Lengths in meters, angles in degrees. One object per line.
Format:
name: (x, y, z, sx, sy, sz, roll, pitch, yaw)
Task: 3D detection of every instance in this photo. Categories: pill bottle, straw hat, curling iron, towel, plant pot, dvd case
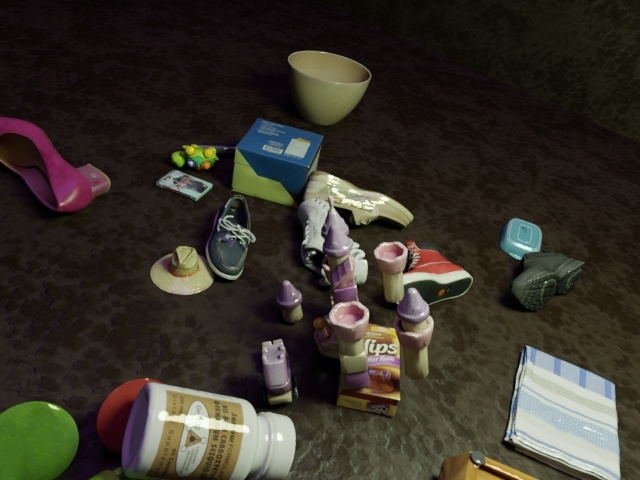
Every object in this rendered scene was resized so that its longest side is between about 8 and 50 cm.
pill bottle: (-0.160, 0.293, 0.866, 0.230, 0.131, 0.131, 18, 31, -25)
straw hat: (-0.291, 0.046, 1.256, 0.145, 0.061, 0.144, 10, 35, -7)
curling iron: (-0.248, -0.270, 1.735, 0.274, 0.035, 0.068, -6, 35, -27)
towel: (0.479, 0.333, 1.146, 0.209, 0.034, 0.285, 23, 36, 12)
plant pot: (0.014, -0.509, 2.025, 0.285, 0.190, 0.284, 9, 36, -6)
dvd case: (-0.357, -0.146, 1.543, 0.120, 0.013, 0.087, 21, 35, 11)

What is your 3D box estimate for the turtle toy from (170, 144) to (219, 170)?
turtle toy: (-0.345, -0.227, 1.614, 0.130, 0.066, 0.095, 8, 12, -4)

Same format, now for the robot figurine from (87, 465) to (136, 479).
robot figurine: (-0.309, 0.361, 0.802, 0.101, 0.067, 0.115, 29, 37, 30)

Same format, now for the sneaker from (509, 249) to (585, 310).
sneaker: (0.538, 0.089, 1.464, 0.287, 0.108, 0.130, -9, 34, -44)

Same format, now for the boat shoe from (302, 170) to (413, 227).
boat shoe: (0.099, -0.085, 1.548, 0.303, 0.098, 0.109, 21, -9, -16)

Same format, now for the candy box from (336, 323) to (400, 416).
candy box: (0.094, 0.239, 1.127, 0.109, 0.053, 0.186, 12, 33, -1)

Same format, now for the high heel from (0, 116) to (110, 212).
high heel: (-0.695, -0.184, 1.371, 0.378, 0.127, 0.181, 23, 25, 7)

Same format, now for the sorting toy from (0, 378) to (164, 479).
sorting toy: (-0.411, 0.278, 0.885, 0.366, 0.126, 0.126, -9, 12, -26)

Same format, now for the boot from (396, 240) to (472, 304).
boot: (0.216, 0.068, 1.383, 0.245, 0.088, 0.176, -5, 38, -37)

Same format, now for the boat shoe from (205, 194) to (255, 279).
boat shoe: (-0.199, -0.013, 1.345, 0.095, 0.079, 0.254, 26, 31, -18)

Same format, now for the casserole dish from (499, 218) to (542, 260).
casserole dish: (0.567, -0.007, 1.649, 0.114, 0.036, 0.188, 22, 35, 11)

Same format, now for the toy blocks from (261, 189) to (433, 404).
toy blocks: (0.026, 0.090, 1.060, 0.309, 0.259, 0.288, -9, 34, 0)

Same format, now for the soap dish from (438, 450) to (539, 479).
soap dish: (0.300, 0.451, 0.844, 0.291, 0.118, 0.229, 20, 35, 11)

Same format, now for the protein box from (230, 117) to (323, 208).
protein box: (-0.116, -0.215, 1.615, 0.200, 0.135, 0.201, 15, 35, 3)

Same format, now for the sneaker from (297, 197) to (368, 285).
sneaker: (0.000, 0.000, 1.392, 0.119, 0.110, 0.292, -14, 42, -21)
